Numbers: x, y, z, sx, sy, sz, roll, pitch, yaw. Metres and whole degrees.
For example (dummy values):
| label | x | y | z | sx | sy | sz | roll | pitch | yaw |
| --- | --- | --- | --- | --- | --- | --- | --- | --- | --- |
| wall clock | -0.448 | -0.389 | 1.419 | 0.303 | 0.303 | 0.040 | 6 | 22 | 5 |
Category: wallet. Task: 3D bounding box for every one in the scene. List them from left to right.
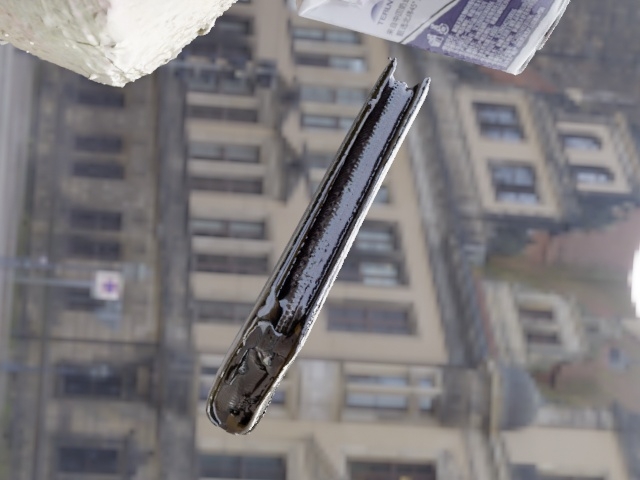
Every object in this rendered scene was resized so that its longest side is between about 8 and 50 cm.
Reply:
| label | x | y | z | sx | sy | sz | roll | pitch | yaw |
| --- | --- | --- | --- | --- | --- | --- | --- | --- | --- |
| wallet | 0.000 | 0.000 | 0.864 | 0.198 | 0.031 | 0.110 | -63 | 180 | -36 |

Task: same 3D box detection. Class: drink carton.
| label | x | y | z | sx | sy | sz | roll | pitch | yaw |
| --- | --- | --- | --- | --- | --- | --- | --- | --- | --- |
| drink carton | 0.088 | -0.243 | 1.431 | 0.102 | 0.222 | 0.134 | 124 | -30 | -42 |

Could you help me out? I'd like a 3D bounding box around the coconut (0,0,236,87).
| label | x | y | z | sx | sy | sz | roll | pitch | yaw |
| --- | --- | --- | --- | --- | --- | --- | --- | --- | --- |
| coconut | -0.176 | -0.273 | 1.136 | 0.254 | 0.297 | 0.297 | 47 | 43 | -72 |
